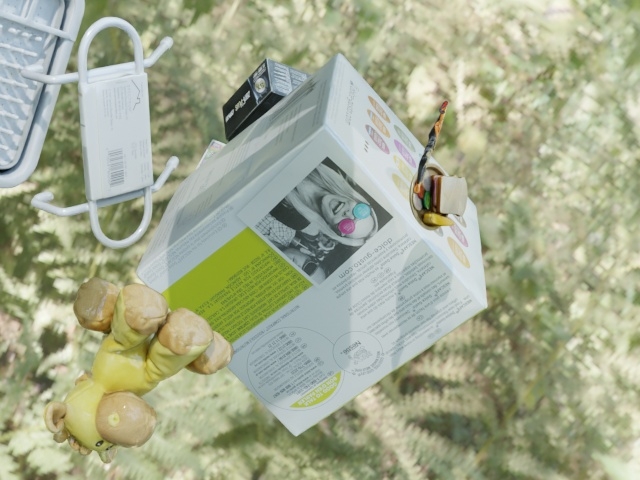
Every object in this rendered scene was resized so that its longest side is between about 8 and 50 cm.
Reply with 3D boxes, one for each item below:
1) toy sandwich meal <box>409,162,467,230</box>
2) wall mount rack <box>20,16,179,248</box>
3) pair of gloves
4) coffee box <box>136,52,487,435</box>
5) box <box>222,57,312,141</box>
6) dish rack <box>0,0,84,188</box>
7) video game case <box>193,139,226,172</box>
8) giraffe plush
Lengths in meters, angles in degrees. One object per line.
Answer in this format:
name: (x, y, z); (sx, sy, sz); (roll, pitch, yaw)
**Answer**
toy sandwich meal: (0.134, -0.049, 1.333); (0.085, 0.029, 0.086); (1, 89, -49)
wall mount rack: (-0.304, -0.178, 1.797); (0.130, 0.350, 0.304); (18, 27, 40)
pair of gloves: (0.114, -0.098, 1.224); (0.010, 0.074, 0.083); (19, 56, 6)
coffee box: (0.000, 0.000, 1.663); (0.334, 0.338, 0.338); (47, 20, -15)
box: (-0.055, -0.218, 2.033); (0.180, 0.147, 0.078); (16, 49, -34)
dish rack: (-0.500, -0.254, 1.678); (0.072, 0.333, 0.285); (21, 6, 37)
video game case: (-0.191, -0.120, 2.171); (0.087, 0.011, 0.122); (23, 74, 17)
giraffe plush: (-0.222, 0.155, 1.291); (0.181, 0.210, 0.171); (34, 66, -26)
